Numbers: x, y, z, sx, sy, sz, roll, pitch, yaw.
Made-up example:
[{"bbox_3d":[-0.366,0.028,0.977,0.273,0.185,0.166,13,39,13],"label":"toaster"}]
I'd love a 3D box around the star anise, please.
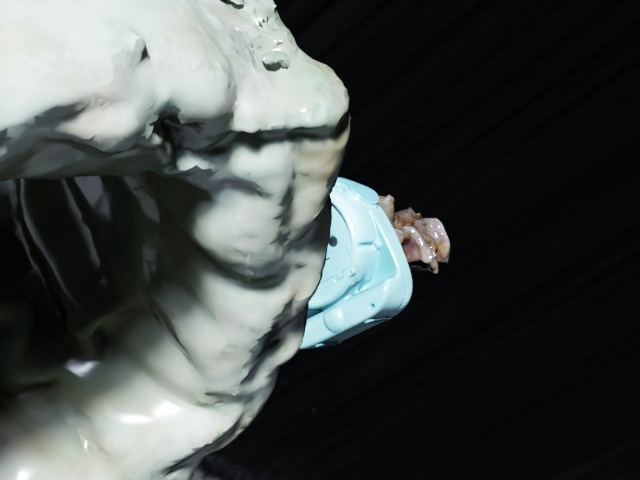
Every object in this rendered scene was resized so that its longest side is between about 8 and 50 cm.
[{"bbox_3d":[0.052,-0.011,1.459,0.214,0.099,0.220,10,6,-3],"label":"star anise"}]

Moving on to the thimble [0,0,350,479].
[{"bbox_3d":[-0.143,-0.015,0.434,0.291,0.291,0.195,10,35,-52],"label":"thimble"}]

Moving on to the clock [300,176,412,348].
[{"bbox_3d":[0.001,0.000,0.899,0.045,0.108,0.147,-2,68,-53],"label":"clock"}]
